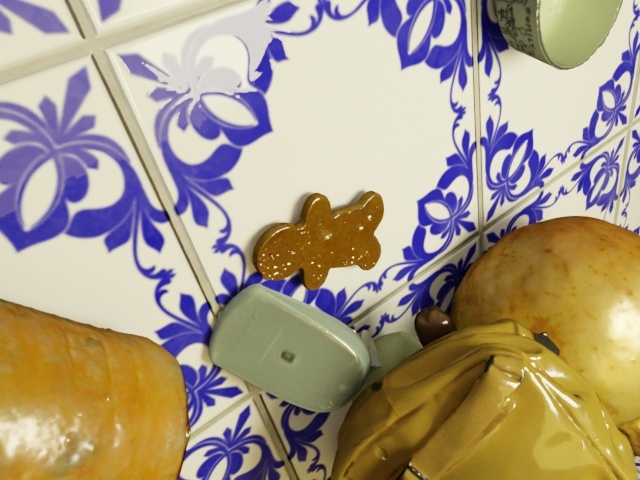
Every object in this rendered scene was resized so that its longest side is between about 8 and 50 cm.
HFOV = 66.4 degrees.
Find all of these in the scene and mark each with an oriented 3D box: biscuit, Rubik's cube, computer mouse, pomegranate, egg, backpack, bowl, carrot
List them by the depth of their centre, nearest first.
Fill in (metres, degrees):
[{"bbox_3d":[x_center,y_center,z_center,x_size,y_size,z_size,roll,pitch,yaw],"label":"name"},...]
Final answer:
[{"bbox_3d":[-0.285,0.149,0.388,0.341,0.224,0.224,21,98,-46],"label":"carrot"},{"bbox_3d":[0.190,0.286,0.654,0.378,0.201,0.353,-30,94,12],"label":"backpack"},{"bbox_3d":[0.000,0.000,0.661,0.205,0.031,0.138,-16,120,-32],"label":"biscuit"},{"bbox_3d":[-0.037,0.148,0.663,0.231,0.079,0.128,34,97,-15],"label":"computer mouse"},{"bbox_3d":[0.321,-0.352,0.683,0.211,0.112,0.211,-17,121,-32],"label":"bowl"},{"bbox_3d":[0.040,0.171,0.749,0.073,0.084,0.075,13,122,-44],"label":"Rubik's cube"},{"bbox_3d":[0.110,0.221,0.801,0.114,0.114,0.152,29,89,-43],"label":"egg"},{"bbox_3d":[0.428,0.166,0.828,0.410,0.410,0.410,-17,121,-31],"label":"pomegranate"}]
